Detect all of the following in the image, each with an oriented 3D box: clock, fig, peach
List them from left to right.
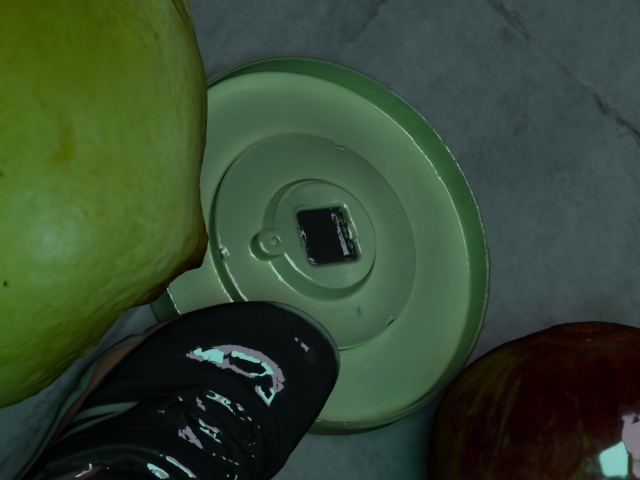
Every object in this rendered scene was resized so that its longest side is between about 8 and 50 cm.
[{"bbox_3d":[-0.217,-0.064,0.842,0.315,0.314,0.281,54,25,-22],"label":"peach"},{"bbox_3d":[0.000,0.000,1.099,0.235,0.029,0.235,10,67,-25],"label":"clock"},{"bbox_3d":[0.154,0.140,1.046,0.205,0.205,0.205,11,66,-25],"label":"fig"}]

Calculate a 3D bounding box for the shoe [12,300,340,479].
[{"bbox_3d":[-0.092,0.124,0.931,0.114,0.137,0.291,46,60,-5],"label":"shoe"}]
